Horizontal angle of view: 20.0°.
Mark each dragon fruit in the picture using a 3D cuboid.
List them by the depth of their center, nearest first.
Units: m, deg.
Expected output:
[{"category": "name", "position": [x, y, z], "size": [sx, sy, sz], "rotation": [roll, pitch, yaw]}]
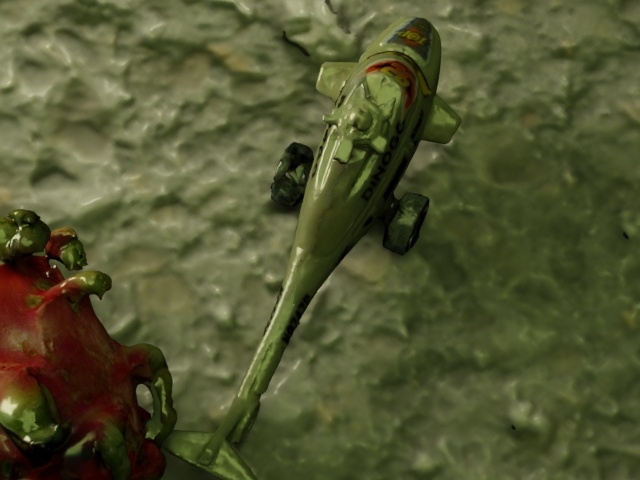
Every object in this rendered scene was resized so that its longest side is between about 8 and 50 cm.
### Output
[{"category": "dragon fruit", "position": [-0.162, 0.079, 0.946], "size": [0.160, 0.166, 0.172], "rotation": [-19, 79, -28]}]

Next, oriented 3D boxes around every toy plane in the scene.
[{"category": "toy plane", "position": [0.000, 0.000, 1.022], "size": [0.092, 0.108, 0.286], "rotation": [25, 84, 7]}]
